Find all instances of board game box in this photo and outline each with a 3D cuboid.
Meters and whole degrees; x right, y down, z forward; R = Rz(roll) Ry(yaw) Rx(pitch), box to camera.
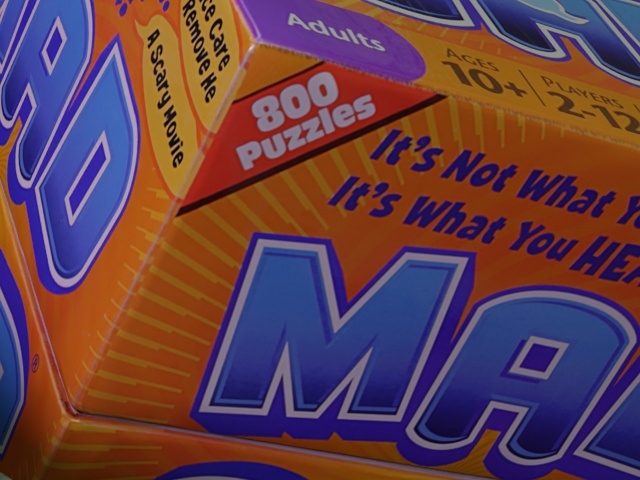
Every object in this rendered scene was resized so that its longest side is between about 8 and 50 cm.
[{"bbox_3d":[0.000,0.000,0.922,0.356,0.356,0.356,13,31,-29],"label":"board game box"}]

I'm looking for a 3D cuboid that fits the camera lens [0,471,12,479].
[{"bbox_3d":[-0.221,0.139,0.612,0.274,0.219,0.219,32,26,5],"label":"camera lens"}]
